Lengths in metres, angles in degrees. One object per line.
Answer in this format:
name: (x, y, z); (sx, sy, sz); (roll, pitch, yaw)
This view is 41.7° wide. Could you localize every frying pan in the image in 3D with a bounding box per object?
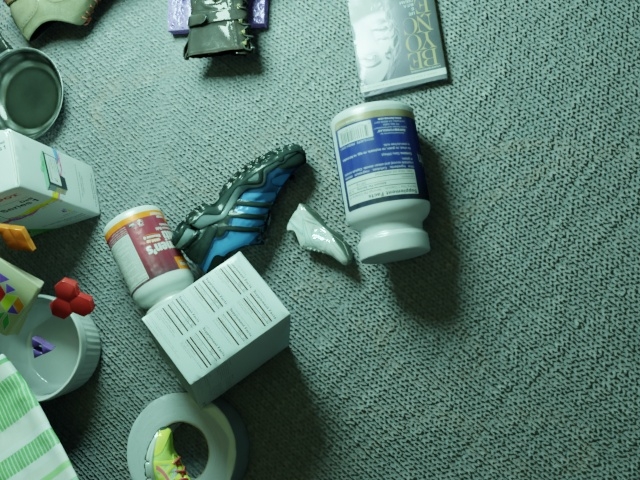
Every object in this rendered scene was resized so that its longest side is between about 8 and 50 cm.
frying pan: (-0.665, -0.345, 1.774); (0.326, 0.053, 0.197); (42, 100, 14)

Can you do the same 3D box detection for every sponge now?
sponge: (-0.205, -0.480, 1.686); (0.210, 0.031, 0.117); (0, 83, 14)

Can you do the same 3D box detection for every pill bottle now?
pill bottle: (0.110, -0.099, 1.482); (0.153, 0.153, 0.264); (-11, 80, 14)
pill bottle: (-0.316, 0.053, 1.596); (0.121, 0.121, 0.221); (-31, 76, 10)

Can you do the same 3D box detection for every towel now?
towel: (-0.601, 0.405, 1.556); (0.248, 0.038, 0.324); (-35, 74, 7)

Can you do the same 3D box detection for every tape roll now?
tape roll: (-0.245, 0.390, 1.557); (0.219, 0.072, 0.219); (-2, 83, 16)

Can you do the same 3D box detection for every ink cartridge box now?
ink cartridge box: (-0.588, -0.098, 1.611); (0.202, 0.278, 0.117); (-16, 77, 13)

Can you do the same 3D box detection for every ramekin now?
ramekin: (-0.531, 0.211, 1.642); (0.207, 0.109, 0.207); (-2, 81, 15)

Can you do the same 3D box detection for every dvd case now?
dvd case: (0.142, -0.389, 1.583); (0.165, 0.018, 0.221); (-10, 80, 14)

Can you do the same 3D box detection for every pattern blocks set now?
pattern blocks set: (-0.603, 0.084, 1.530); (0.285, 0.026, 0.325); (-41, 104, 20)

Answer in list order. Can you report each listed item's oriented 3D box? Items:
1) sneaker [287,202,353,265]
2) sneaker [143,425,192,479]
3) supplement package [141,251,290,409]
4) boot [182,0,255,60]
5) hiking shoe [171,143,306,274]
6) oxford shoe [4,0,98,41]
sneaker: (0.000, 0.000, 1.557); (0.152, 0.054, 0.061); (45, 105, 22)
sneaker: (-0.253, 0.431, 1.482); (0.094, 0.081, 0.208); (-6, 88, 8)
supplement package: (-0.177, 0.161, 1.475); (0.203, 0.194, 0.149); (-35, 73, -16)
boot: (-0.154, -0.468, 1.620); (0.263, 0.091, 0.228); (-10, 86, 17)
hiking shoe: (-0.134, -0.059, 1.588); (0.304, 0.113, 0.132); (-40, 104, 1)
oxford shoe: (-0.485, -0.518, 1.740); (0.348, 0.123, 0.130); (-17, 100, 18)
